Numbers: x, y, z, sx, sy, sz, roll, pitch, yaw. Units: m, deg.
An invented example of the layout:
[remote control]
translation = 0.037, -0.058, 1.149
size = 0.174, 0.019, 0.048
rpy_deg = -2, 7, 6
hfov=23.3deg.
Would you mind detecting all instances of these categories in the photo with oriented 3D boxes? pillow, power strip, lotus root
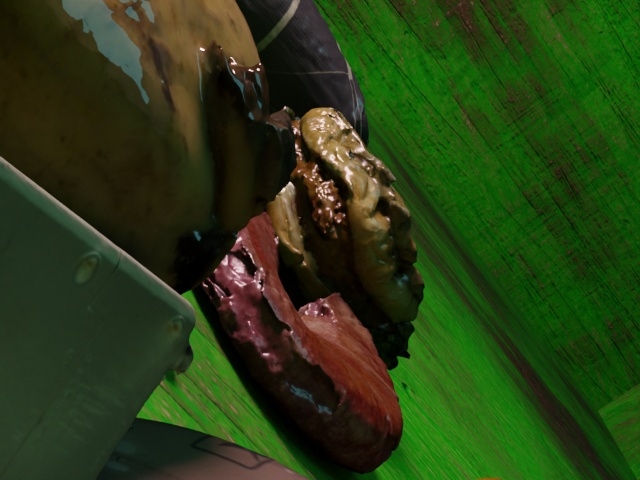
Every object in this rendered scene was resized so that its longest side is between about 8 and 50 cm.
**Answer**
[pillow]
translation = -0.089, -0.179, 1.284
size = 0.335, 0.161, 0.093
rpy_deg = 50, 36, -28
[power strip]
translation = -0.150, -0.005, 0.419
size = 0.043, 0.106, 0.367
rpy_deg = 29, -9, 36
[lotus root]
translation = -0.146, -0.106, 0.604
size = 0.310, 0.182, 0.183
rpy_deg = 54, 9, -9

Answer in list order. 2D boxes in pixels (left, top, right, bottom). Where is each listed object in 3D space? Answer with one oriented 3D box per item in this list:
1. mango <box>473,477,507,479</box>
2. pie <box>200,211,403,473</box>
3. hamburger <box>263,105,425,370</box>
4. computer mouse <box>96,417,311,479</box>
[mango]
translation = 0.141, 0.259, 0.984
size = 0.138, 0.113, 0.253
rpy_deg = 60, 7, -37
[pie]
translation = -0.015, 0.063, 1.065
size = 0.219, 0.054, 0.204
rpy_deg = 48, 11, -38
[hamburger]
translation = 0.000, 0.000, 1.242
size = 0.206, 0.130, 0.183
rpy_deg = 74, -6, -48
[computer mouse]
translation = 0.032, 0.219, 0.563
size = 0.389, 0.115, 0.199
rpy_deg = 56, 12, 11
